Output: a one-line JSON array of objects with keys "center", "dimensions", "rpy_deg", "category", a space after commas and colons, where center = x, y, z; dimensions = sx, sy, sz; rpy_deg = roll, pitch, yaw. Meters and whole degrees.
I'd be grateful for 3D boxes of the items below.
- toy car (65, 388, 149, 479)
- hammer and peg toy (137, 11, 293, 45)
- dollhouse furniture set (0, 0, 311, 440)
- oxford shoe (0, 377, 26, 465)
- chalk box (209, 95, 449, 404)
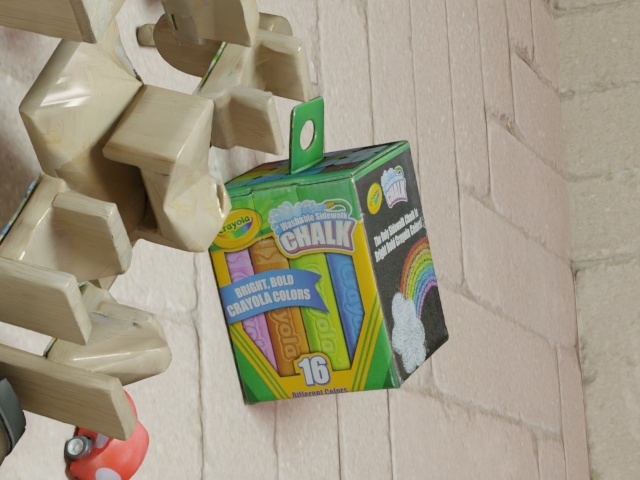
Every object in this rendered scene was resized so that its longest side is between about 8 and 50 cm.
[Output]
[{"center": [-0.175, 0.254, 1.285], "dimensions": [0.239, 0.053, 0.225], "rpy_deg": [-51, 129, -60], "category": "toy car"}, {"center": [-0.057, -0.326, 1.550], "dimensions": [0.266, 0.127, 0.361], "rpy_deg": [-37, 135, -58], "category": "hammer and peg toy"}, {"center": [-0.210, -0.128, 1.140], "dimensions": [0.394, 0.256, 0.362], "rpy_deg": [79, 31, -53], "category": "dollhouse furniture set"}, {"center": [-0.278, 0.092, 1.065], "dimensions": [0.227, 0.082, 0.096], "rpy_deg": [63, 36, -34], "category": "oxford shoe"}, {"center": [0.000, 0.000, 1.631], "dimensions": [0.180, 0.179, 0.289], "rpy_deg": [-32, 111, -64], "category": "chalk box"}]
